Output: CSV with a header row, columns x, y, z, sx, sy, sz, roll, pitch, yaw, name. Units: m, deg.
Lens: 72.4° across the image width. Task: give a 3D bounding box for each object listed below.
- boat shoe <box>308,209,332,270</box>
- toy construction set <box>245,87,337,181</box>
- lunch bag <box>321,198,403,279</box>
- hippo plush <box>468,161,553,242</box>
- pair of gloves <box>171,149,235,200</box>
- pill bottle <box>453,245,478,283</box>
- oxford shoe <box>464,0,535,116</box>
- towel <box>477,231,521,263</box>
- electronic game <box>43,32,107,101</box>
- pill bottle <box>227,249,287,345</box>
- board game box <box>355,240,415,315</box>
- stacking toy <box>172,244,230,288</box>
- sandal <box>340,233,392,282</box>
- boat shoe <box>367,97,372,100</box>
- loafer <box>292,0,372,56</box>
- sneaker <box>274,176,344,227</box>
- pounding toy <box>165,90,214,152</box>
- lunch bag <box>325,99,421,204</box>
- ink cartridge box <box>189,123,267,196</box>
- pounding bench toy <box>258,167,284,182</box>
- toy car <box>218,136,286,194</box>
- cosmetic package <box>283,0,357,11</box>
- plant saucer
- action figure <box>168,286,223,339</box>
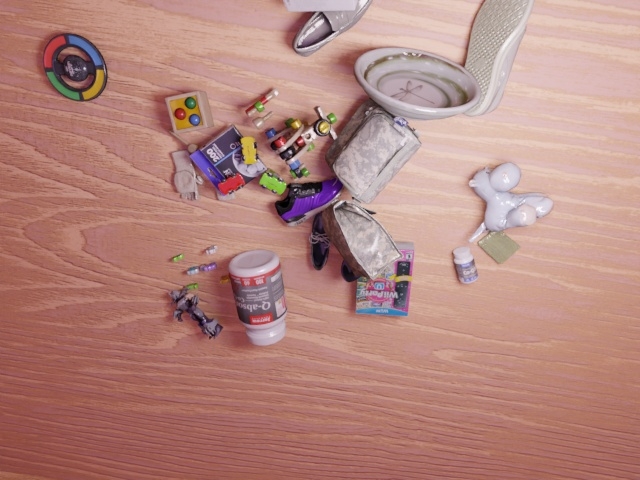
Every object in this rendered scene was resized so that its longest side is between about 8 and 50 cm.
x,y,z,sx,sy,sz,roll,pitch,yaw,name
0.000,0.000,1.762,0.095,0.079,0.254,10,115,0,boat shoe
-0.084,-0.407,1.538,0.237,0.257,0.309,-37,92,1,toy construction set
0.125,-0.023,1.534,0.169,0.235,0.287,-37,95,-8,lunch bag
0.672,-0.170,1.600,0.294,0.234,0.236,-23,94,55,hippo plush
-0.458,-0.249,1.704,0.240,0.042,0.204,2,114,4,pair of gloves
0.584,0.097,1.764,0.078,0.078,0.137,-18,112,12,pill bottle
0.574,-0.624,1.423,0.130,0.169,0.449,-2,114,-44,oxford shoe
0.712,0.020,1.748,0.148,0.027,0.110,36,112,-13,towel
-0.878,-0.616,1.566,0.229,0.048,0.229,2,115,4,electronic game
-0.250,0.238,1.816,0.210,0.210,0.363,-5,114,6,pill bottle
0.263,0.156,1.805,0.224,0.097,0.303,2,115,4,board game box
-0.510,0.123,1.870,0.221,0.052,0.167,-13,112,11,stacking toy
0.171,0.063,1.689,0.097,0.054,0.254,41,106,-9,sandal
0.161,-0.447,1.572,0.040,0.049,0.142,45,120,22,boat shoe
0.042,-0.717,1.418,0.319,0.111,0.112,-37,105,18,loafer
-0.051,-0.173,1.660,0.293,0.102,0.146,-33,121,17,sneaker
-0.490,-0.419,1.588,0.181,0.094,0.206,-9,106,8,pounding toy
0.186,-0.296,1.493,0.212,0.256,0.305,26,115,-33,lunch bag
-0.345,-0.291,1.640,0.208,0.045,0.206,-34,118,7,ink cartridge box
-0.187,-0.226,1.688,0.083,0.052,0.065,34,112,-11,pounding bench toy
-0.233,-0.242,1.620,0.225,0.053,0.239,26,109,-13,toy car
0.006,-0.780,1.347,0.231,0.085,0.117,11,72,19,cosmetic package
0.294,-0.477,1.379,0.400,0.400,0.100,10,137,0,plant saucer
-0.559,0.316,1.926,0.285,0.099,0.185,45,135,-12,action figure
